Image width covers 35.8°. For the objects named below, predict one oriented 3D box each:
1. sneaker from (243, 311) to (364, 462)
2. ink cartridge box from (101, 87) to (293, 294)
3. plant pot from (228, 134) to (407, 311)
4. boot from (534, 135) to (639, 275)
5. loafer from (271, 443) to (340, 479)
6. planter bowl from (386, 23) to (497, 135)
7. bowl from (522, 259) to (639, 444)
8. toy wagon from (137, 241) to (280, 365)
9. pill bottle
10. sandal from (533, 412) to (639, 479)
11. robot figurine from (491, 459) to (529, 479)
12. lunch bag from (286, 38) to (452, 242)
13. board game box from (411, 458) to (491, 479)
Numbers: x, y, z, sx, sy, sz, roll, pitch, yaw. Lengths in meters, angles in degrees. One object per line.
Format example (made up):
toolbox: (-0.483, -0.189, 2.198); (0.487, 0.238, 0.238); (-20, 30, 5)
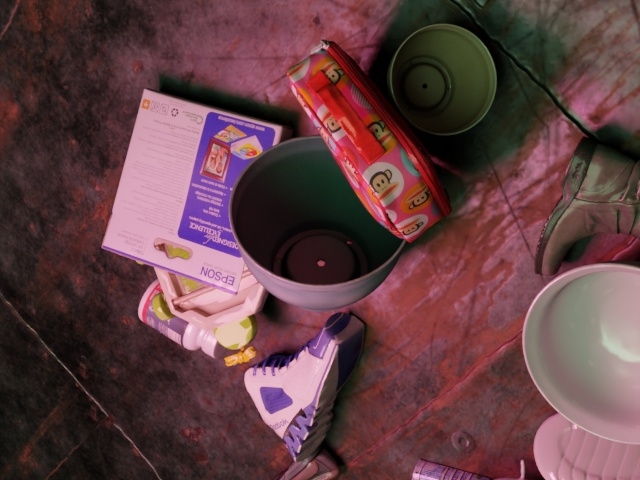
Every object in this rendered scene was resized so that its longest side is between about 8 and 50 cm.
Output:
sneaker: (-0.052, 0.256, 1.869); (0.182, 0.127, 0.315); (33, 122, 21)
ink cartridge box: (-0.224, -0.092, 1.784); (0.303, 0.072, 0.307); (18, 97, 23)
plant pot: (0.000, 0.000, 1.646); (0.293, 0.293, 0.196); (30, 151, 18)
boot: (0.422, -0.024, 1.471); (0.161, 0.083, 0.246); (24, 124, 15)
loafer: (-0.058, 0.511, 2.024); (0.084, 0.096, 0.267); (41, 126, 2)
planter bowl: (0.170, -0.236, 1.488); (0.162, 0.162, 0.109); (63, 172, -8)
bowl: (0.465, 0.145, 1.486); (0.298, 0.134, 0.298); (14, 119, 26)
toy wagon: (-0.200, 0.066, 1.858); (0.267, 0.068, 0.344); (-22, 90, 22)
pill bottle: (-0.261, 0.155, 1.970); (0.180, 0.108, 0.108); (28, 124, 18)
sandal: (0.540, 0.353, 1.552); (0.416, 0.169, 0.102); (-4, 150, 34)
robot figurine: (0.308, 0.556, 1.698); (0.300, 0.200, 0.353); (30, 95, -6)
lunch bag: (0.064, -0.152, 1.470); (0.120, 0.258, 0.293); (-36, 64, 4)
board game box: (0.223, 0.518, 1.866); (0.194, 0.060, 0.194); (8, 116, 29)
